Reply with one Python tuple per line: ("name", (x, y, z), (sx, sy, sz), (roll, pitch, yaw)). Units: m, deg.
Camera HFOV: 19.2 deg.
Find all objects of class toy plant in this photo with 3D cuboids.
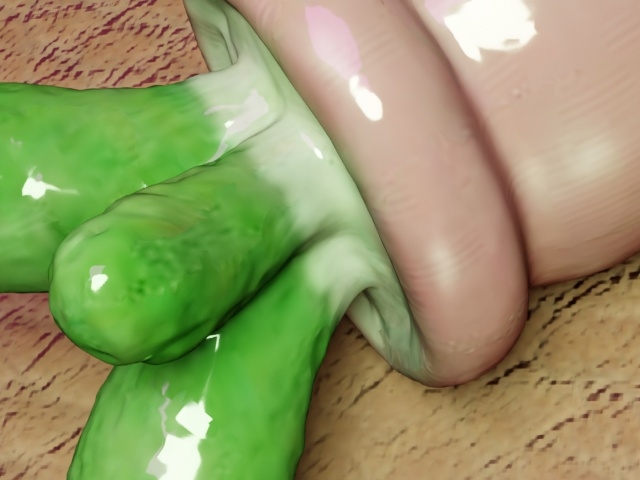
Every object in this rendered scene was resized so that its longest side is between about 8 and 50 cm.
("toy plant", (0.004, -0.002, 0.747), (0.356, 0.210, 0.317), (-32, 89, -15))
